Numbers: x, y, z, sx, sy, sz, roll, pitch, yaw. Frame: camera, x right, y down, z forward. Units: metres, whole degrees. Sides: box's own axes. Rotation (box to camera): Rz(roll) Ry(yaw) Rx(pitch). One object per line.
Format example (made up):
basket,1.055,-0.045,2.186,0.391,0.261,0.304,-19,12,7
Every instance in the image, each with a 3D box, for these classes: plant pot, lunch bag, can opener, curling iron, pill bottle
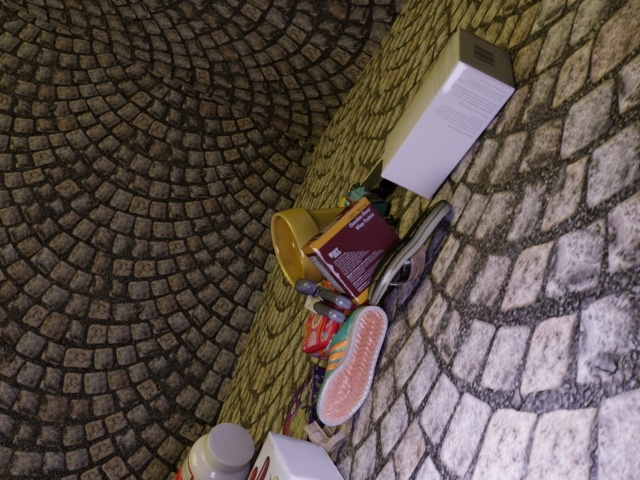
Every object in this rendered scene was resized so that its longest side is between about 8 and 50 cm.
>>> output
plant pot,0.000,0.000,2.010,0.254,0.239,0.253,51,151,42
lunch bag,0.068,0.193,1.792,0.258,0.120,0.293,-36,31,61
can opener,-0.007,0.155,1.694,0.075,0.095,0.283,-64,15,-6
curling iron,0.109,0.005,1.864,0.274,0.035,0.068,-35,-7,12
pill bottle,-0.395,0.854,2.325,0.407,0.229,0.229,-59,12,33

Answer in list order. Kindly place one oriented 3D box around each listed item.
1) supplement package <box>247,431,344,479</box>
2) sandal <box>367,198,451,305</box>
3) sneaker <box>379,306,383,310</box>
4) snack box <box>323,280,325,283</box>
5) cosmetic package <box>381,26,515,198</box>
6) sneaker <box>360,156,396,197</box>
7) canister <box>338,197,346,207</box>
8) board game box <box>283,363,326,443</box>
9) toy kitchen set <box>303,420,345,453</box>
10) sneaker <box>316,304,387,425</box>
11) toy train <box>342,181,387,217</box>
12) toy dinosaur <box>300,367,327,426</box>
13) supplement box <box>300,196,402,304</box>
supplement package,-0.069,0.578,1.423,0.203,0.149,0.194,-66,22,3
sandal,0.215,0.039,1.485,0.302,0.086,0.120,-50,7,7
sneaker,0.115,0.200,1.639,0.038,0.069,0.098,-83,19,-56
snack box,0.055,0.097,2.299,0.064,0.022,0.178,-83,19,-60
cosmetic package,0.303,-0.307,1.573,0.196,0.155,0.365,-76,14,-46
sneaker,0.180,-0.163,2.083,0.118,0.083,0.222,-92,24,-57
canister,0.092,-0.069,2.346,0.126,0.074,0.169,143,147,-71
board game box,-0.054,0.543,1.807,0.346,0.056,0.208,-83,15,-57
toy kitchen set,0.021,0.464,1.556,0.068,0.083,0.075,-15,-35,-46
sneaker,0.068,0.300,1.546,0.302,0.108,0.121,-64,13,-13
toy train,0.139,-0.115,2.038,0.184,0.080,0.105,49,135,47
toy dinosaur,0.009,0.434,1.690,0.118,0.064,0.268,-51,11,3
supplement box,0.091,0.027,1.627,0.191,0.194,0.129,-42,6,-12
